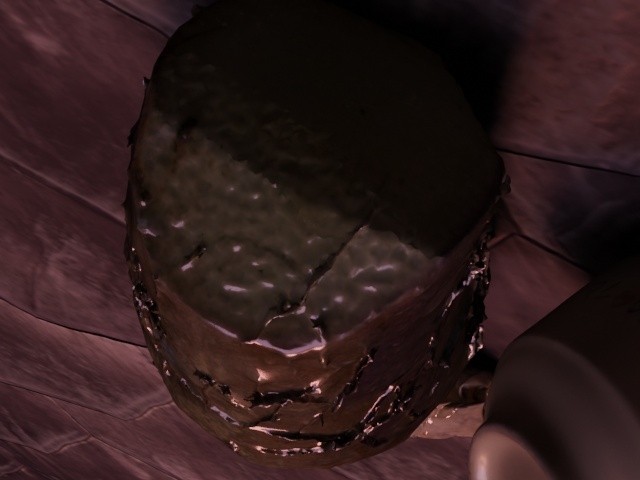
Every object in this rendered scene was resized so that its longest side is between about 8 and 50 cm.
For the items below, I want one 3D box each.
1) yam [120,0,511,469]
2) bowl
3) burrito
[{"bbox_3d":[-0.004,0.003,0.997,0.202,0.201,0.271,22,154,5],"label":"yam"},{"bbox_3d":[0.163,0.133,1.041,0.237,0.126,0.237,53,153,41],"label":"bowl"},{"bbox_3d":[0.024,0.109,1.415,0.275,0.059,0.082,4,167,44],"label":"burrito"}]
